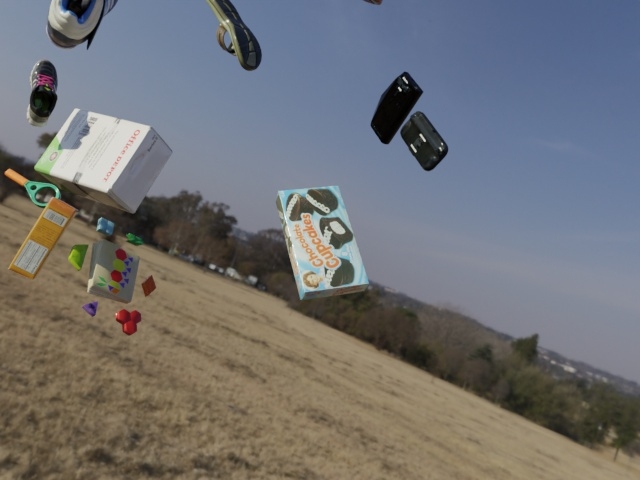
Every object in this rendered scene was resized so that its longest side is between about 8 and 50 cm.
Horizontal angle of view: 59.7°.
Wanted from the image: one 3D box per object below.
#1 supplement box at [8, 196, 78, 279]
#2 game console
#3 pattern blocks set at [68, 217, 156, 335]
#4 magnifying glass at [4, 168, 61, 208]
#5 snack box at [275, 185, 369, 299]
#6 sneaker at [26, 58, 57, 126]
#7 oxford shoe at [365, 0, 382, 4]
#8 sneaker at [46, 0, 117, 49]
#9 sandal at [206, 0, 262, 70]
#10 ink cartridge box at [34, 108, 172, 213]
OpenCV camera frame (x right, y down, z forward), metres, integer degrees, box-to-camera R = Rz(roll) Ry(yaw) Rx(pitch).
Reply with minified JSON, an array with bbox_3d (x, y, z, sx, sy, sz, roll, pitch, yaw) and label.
[{"bbox_3d":[-0.788,-0.006,1.590,0.080,0.233,0.078,33,-9,-16],"label":"supplement box"},{"bbox_3d":[0.280,-0.356,1.768,0.043,0.213,0.361,3,46,-34],"label":"game console"},{"bbox_3d":[-0.624,0.099,1.684,0.026,0.325,0.285,-27,-51,31],"label":"pattern blocks set"},{"bbox_3d":[-1.025,-0.190,1.982,0.231,0.092,0.026,29,-27,12],"label":"magnifying glass"},{"bbox_3d":[0.000,0.000,1.558,0.187,0.322,0.060,-7,-27,-19],"label":"snack box"},{"bbox_3d":[-0.665,-0.362,1.345,0.063,0.171,0.074,14,-16,-38],"label":"sneaker"},{"bbox_3d":[0.090,-0.835,1.675,0.348,0.130,0.123,50,18,26],"label":"oxford shoe"},{"bbox_3d":[-0.556,-0.625,1.369,0.130,0.323,0.236,32,-15,-30],"label":"sneaker"},{"bbox_3d":[-0.277,-0.640,1.736,0.120,0.086,0.303,-1,58,-56],"label":"sandal"},{"bbox_3d":[-0.544,-0.203,1.404,0.272,0.198,0.115,18,-20,26],"label":"ink cartridge box"}]
